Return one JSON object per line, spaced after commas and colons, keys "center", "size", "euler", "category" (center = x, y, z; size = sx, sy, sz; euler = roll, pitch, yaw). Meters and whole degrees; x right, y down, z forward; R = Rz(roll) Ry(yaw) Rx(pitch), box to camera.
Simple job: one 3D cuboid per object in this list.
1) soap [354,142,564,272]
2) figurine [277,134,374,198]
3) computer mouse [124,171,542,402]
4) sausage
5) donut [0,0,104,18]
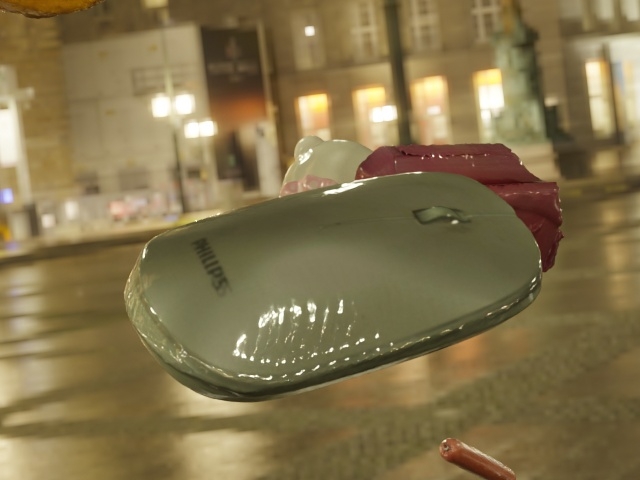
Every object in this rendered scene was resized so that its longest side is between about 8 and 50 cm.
{"center": [0.121, -0.007, 1.479], "size": [0.250, 0.162, 0.099], "euler": [-7, 34, -46], "category": "soap"}
{"center": [0.000, 0.000, 1.683], "size": [0.127, 0.155, 0.235], "euler": [-21, 24, 33], "category": "figurine"}
{"center": [0.012, 0.022, 1.219], "size": [0.331, 0.095, 0.197], "euler": [-16, 45, -20], "category": "computer mouse"}
{"center": [0.193, 0.272, 1.914], "size": [0.029, 0.029, 0.223], "euler": [-5, -20, 27], "category": "sausage"}
{"center": [-0.261, -0.329, 1.485], "size": [0.253, 0.253, 0.118], "euler": [-8, 27, -24], "category": "donut"}
